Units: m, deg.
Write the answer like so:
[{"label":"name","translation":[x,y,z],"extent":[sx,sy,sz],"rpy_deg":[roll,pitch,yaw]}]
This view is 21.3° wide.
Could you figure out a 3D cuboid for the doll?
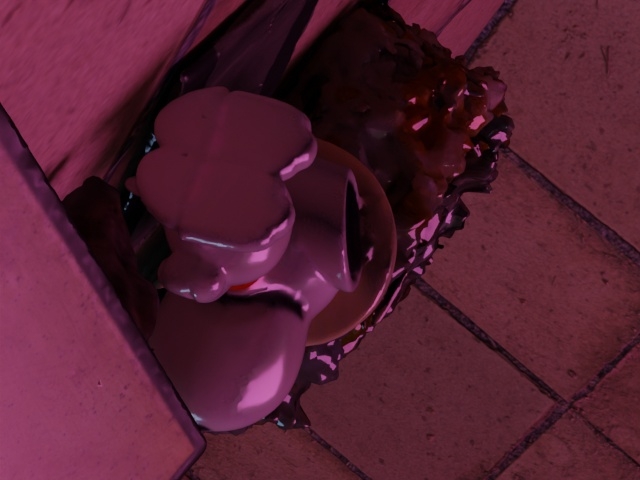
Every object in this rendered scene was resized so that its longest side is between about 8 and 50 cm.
[{"label":"doll","translation":[-0.027,-0.010,0.966],"extent":[0.271,0.144,0.208],"rpy_deg":[96,14,-53]}]

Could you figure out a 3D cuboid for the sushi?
[{"label":"sushi","translation":[-0.002,0.002,1.345],"extent":[0.417,0.176,0.417],"rpy_deg":[-50,177,-4]}]

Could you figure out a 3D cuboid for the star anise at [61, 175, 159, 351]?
[{"label":"star anise","translation":[-0.169,0.120,0.837],"extent":[0.331,0.118,0.332],"rpy_deg":[-63,-179,2]}]

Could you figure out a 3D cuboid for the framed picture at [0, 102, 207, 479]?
[{"label":"framed picture","translation":[-0.190,0.137,0.639],"extent":[0.338,0.014,0.255],"rpy_deg":[-49,144,-21]}]

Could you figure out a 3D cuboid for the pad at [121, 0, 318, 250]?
[{"label":"pad","translation":[-0.061,-0.081,1.017],"extent":[0.174,0.022,0.233],"rpy_deg":[-47,174,-33]}]
